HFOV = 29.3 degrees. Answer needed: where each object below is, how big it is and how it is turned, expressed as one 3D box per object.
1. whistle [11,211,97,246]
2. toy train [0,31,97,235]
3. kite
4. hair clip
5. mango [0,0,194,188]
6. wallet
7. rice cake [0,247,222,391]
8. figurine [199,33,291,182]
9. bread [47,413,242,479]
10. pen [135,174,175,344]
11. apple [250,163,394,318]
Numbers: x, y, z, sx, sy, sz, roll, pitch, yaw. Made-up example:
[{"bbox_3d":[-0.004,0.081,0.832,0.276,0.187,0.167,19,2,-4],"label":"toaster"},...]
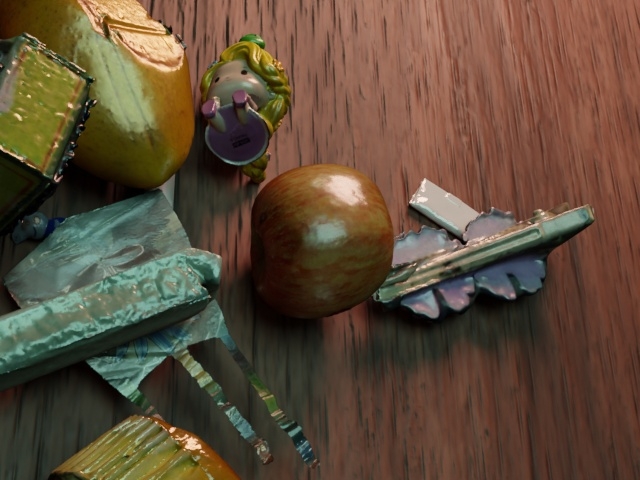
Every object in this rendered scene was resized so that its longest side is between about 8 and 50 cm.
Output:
[{"bbox_3d":[-0.238,-0.006,1.112,0.083,0.029,0.033,13,93,-13],"label":"whistle"},{"bbox_3d":[-0.304,-0.089,0.994,0.177,0.261,0.134,31,52,-23],"label":"toy train"},{"bbox_3d":[-0.138,0.101,1.065,0.169,0.015,0.310,-27,72,-26],"label":"kite"},{"bbox_3d":[0.166,0.020,1.264,0.292,0.084,0.106,-18,84,-29],"label":"hair clip"},{"bbox_3d":[-0.209,-0.154,1.155,0.154,0.126,0.252,-21,73,-36],"label":"mango"},{"bbox_3d":[0.137,-0.031,1.323,0.083,0.011,0.044,33,51,-4],"label":"wallet"},{"bbox_3d":[-0.234,0.080,1.004,0.336,0.066,0.063,-18,79,-23],"label":"rice cake"},{"bbox_3d":[-0.074,-0.133,1.249,0.095,0.115,0.156,-11,39,5],"label":"figurine"},{"bbox_3d":[-0.115,0.227,0.962,0.190,0.132,0.114,49,53,3],"label":"bread"},{"bbox_3d":[-0.155,-0.016,1.157,0.033,0.033,0.269,11,56,-20],"label":"pen"},{"bbox_3d":[0.000,0.000,1.151,0.131,0.146,0.146,-6,63,-17],"label":"apple"}]
